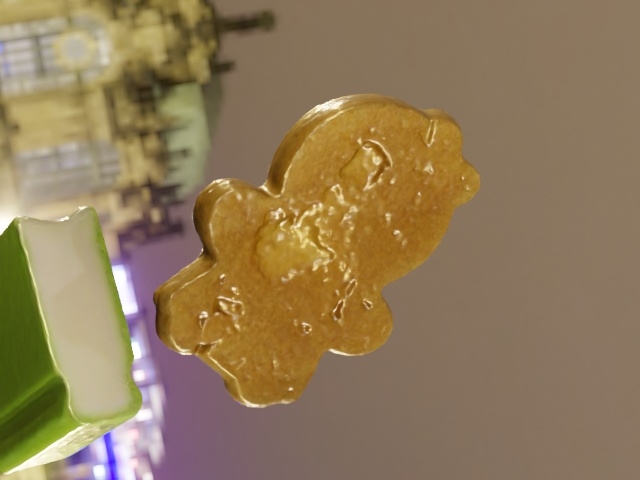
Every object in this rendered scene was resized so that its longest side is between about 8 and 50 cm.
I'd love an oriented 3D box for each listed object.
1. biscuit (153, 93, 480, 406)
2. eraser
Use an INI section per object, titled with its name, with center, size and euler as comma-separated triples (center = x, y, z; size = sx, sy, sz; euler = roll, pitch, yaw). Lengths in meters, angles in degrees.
[biscuit]
center = -0.001, -0.001, 1.269
size = 0.184, 0.249, 0.035
euler = 39, 2, -32
[eraser]
center = -0.268, 0.102, 1.761
size = 0.274, 0.092, 0.210
euler = -38, -114, 59
